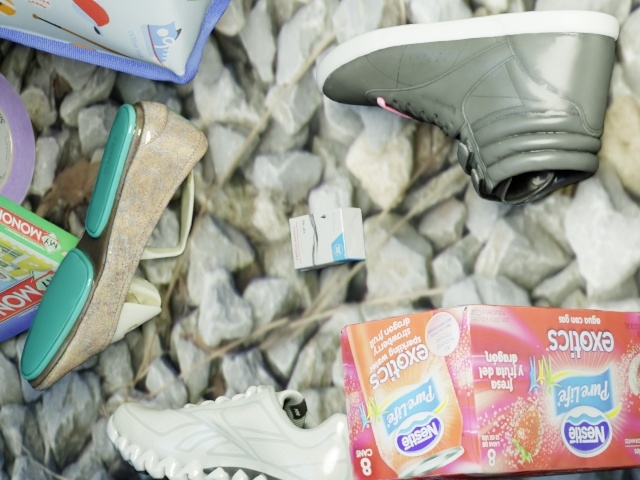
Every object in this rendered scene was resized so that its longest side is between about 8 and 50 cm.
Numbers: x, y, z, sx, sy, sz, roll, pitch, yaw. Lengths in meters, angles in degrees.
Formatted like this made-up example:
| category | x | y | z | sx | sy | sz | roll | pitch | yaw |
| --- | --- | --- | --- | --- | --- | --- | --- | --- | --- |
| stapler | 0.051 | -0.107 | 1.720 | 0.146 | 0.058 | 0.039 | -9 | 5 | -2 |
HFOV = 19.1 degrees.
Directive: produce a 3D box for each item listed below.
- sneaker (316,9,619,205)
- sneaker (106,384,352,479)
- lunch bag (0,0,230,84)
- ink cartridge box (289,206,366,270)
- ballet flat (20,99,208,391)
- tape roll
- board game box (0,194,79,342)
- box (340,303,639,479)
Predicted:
| category | x | y | z | sx | sy | sz | roll | pitch | yaw |
| --- | --- | --- | --- | --- | --- | --- | --- | --- | --- |
| sneaker | 0.111 | -0.100 | 1.576 | 0.296 | 0.104 | 0.147 | -4 | 81 | 39 |
| sneaker | -0.072 | 0.185 | 1.756 | 0.292 | 0.110 | 0.118 | 13 | 91 | 35 |
| lunch bag | -0.276 | -0.352 | 1.713 | 0.385 | 0.328 | 0.239 | 13 | 55 | 21 |
| ink cartridge box | 0.000 | 0.000 | 1.733 | 0.083 | 0.028 | 0.048 | -13 | 80 | 43 |
| ballet flat | -0.192 | 0.019 | 1.859 | 0.316 | 0.106 | 0.107 | -65 | 27 | 17 |
| tape roll | -0.399 | -0.098 | 2.004 | 0.080 | 0.189 | 0.189 | -8 | 84 | 44 |
| board game box | -0.399 | 0.038 | 1.988 | 0.317 | 0.213 | 0.046 | -26 | 44 | 41 |
| box | 0.149 | 0.117 | 1.432 | 0.128 | 0.257 | 0.122 | -11 | 79 | 43 |
